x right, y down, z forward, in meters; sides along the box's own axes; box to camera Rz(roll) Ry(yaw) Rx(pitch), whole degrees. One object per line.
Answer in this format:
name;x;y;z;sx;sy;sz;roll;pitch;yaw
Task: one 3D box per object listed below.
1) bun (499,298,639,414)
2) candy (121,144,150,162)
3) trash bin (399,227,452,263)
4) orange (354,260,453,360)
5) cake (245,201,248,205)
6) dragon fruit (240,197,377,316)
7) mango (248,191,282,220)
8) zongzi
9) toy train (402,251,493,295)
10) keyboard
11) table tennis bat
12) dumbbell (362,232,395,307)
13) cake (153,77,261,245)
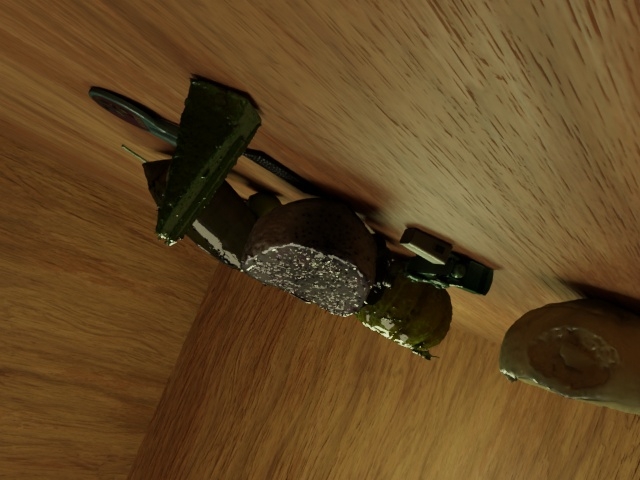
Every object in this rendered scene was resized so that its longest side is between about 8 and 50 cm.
bun;0.542;0.220;1.452;0.365;0.202;0.364;15;173;2
candy;-0.463;-0.207;2.050;0.203;0.061;0.061;34;170;-22
trash bin;0.216;0.011;1.530;0.092;0.043;0.061;25;173;-16
orange;0.225;0.169;2.025;0.300;0.223;0.301;35;174;-11
cake;-0.201;-0.064;2.171;0.116;0.079;0.185;20;178;1
dragon fruit;0.000;0.000;1.546;0.283;0.203;0.221;22;146;-10
mango;-0.138;-0.082;1.826;0.091;0.074;0.165;62;170;-26
zongzi;-0.304;-0.077;1.840;0.323;0.160;0.360;52;163;-24
toy train;0.278;0.073;1.664;0.132;0.083;0.200;22;175;-25
keyboard;-0.072;-0.131;1.461;0.061;0.013;0.204;17;172;41
table tennis bat;-0.342;-0.235;1.450;0.244;0.040;0.153;27;173;2
dumbbell;0.048;0.054;1.793;0.290;0.192;0.192;20;173;26
cake;-0.163;-0.102;1.065;0.099;0.235;0.100;12;173;11
